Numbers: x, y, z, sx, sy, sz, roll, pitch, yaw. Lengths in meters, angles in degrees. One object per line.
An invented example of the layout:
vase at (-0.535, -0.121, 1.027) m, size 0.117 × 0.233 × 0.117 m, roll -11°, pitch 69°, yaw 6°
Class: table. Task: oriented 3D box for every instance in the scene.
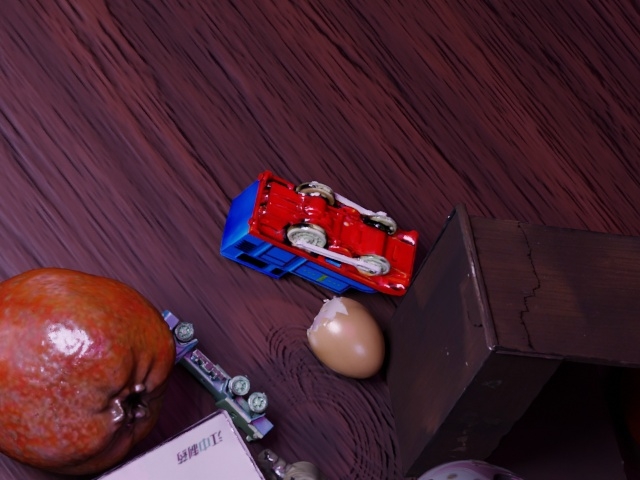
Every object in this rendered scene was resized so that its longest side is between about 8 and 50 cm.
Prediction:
table at (0.247, 0.126, 1.673) m, size 0.282 × 0.251 × 0.196 m, roll 7°, pitch 47°, yaw -18°

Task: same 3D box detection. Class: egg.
egg at (0.033, 0.112, 1.722) m, size 0.096 × 0.080 × 0.080 m, roll 40°, pitch 63°, yaw -10°

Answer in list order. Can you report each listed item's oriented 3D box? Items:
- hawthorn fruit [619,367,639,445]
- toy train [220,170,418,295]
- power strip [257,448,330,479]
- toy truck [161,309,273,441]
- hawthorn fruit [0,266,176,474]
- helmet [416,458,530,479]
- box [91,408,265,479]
hawthorn fruit at (0.431, 0.193, 1.789) m, size 0.169 × 0.169 × 0.188 m, roll 30°, pitch 64°, yaw -7°
toy train at (0.000, 0.000, 1.733) m, size 0.204 × 0.131 × 0.083 m, roll 24°, pitch 59°, yaw -22°
power strip at (0.068, 0.366, 1.614) m, size 0.066 × 0.092 × 0.387 m, roll -43°, pitch 94°, yaw 2°
toy truck at (-0.134, 0.162, 1.659) m, size 0.175 × 0.067 × 0.081 m, roll 45°, pitch 69°, yaw -3°
hawthorn fruit at (-0.283, 0.115, 1.550) m, size 0.262 × 0.210 × 0.210 m, roll 30°, pitch 61°, yaw 22°
helmet at (0.151, 0.299, 1.621) m, size 0.177 × 0.107 × 0.153 m, roll 19°, pitch 100°, yaw -41°
box at (-0.205, 0.328, 1.524) m, size 0.332 × 0.145 × 0.173 m, roll -26°, pitch 79°, yaw -26°
